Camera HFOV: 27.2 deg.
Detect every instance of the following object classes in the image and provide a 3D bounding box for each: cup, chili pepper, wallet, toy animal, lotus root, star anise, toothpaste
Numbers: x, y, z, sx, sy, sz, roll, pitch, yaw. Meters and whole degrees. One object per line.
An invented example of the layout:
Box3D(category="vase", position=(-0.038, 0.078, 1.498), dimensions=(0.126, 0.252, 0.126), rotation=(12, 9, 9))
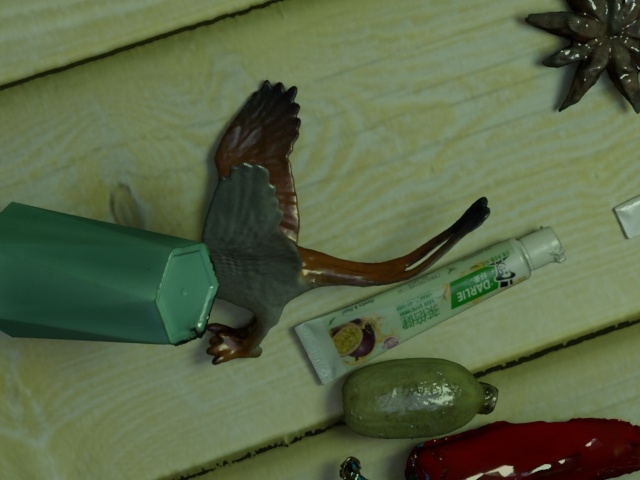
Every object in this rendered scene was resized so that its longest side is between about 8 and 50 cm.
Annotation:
Box3D(category="cup", position=(-0.232, 0.046, 1.367), dimensions=(0.236, 0.134, 0.148), rotation=(9, 103, 30))
Box3D(category="chili pepper", position=(0.217, 0.262, 1.527), dimensions=(0.388, 0.110, 0.110), rotation=(-10, 99, -9))
Box3D(category="wallet", position=(0.387, -0.037, 1.546), dimensions=(0.083, 0.011, 0.044), rotation=(-26, 100, -3))
Box3D(category="toy animal", position=(-0.013, 0.017, 1.456), dimensions=(0.284, 0.225, 0.302), rotation=(25, 116, -12))
Box3D(category="lotus root", position=(0.115, 0.180, 1.511), dimensions=(0.183, 0.077, 0.090), rotation=(-1, 98, -5))
Box3D(category="star anise", position=(0.329, -0.230, 1.486), dimensions=(0.195, 0.065, 0.182), rotation=(-8, 100, -10))
Box3D(category="toothpaste", position=(0.127, 0.065, 1.514), dimensions=(0.314, 0.056, 0.058), rotation=(-26, 60, 1))
